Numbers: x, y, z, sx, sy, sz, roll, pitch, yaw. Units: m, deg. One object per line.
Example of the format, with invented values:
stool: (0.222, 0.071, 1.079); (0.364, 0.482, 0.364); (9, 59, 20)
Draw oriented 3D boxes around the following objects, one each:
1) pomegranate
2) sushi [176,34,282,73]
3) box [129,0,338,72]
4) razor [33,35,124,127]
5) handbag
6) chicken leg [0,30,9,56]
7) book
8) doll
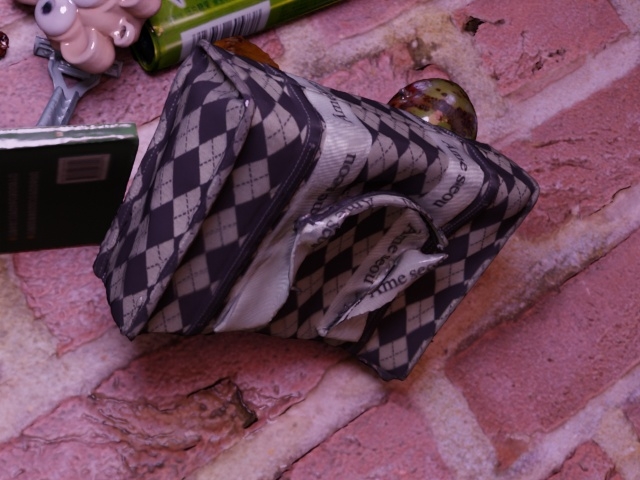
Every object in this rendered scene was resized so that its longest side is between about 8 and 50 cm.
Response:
pomegranate: (0.158, -0.138, 1.265); (0.169, 0.148, 0.148); (31, 64, -14)
sushi: (-0.083, -0.122, 1.172); (0.167, 0.179, 0.296); (-35, 68, -3)
box: (-0.107, -0.345, 1.264); (0.345, 0.097, 0.134); (-26, 79, -25)
razor: (-0.299, -0.158, 1.085); (0.111, 0.056, 0.278); (15, 28, -14)
handbag: (0.000, 0.000, 1.025); (0.416, 0.316, 0.180); (12, 26, -37)
chicken leg: (-0.447, -0.273, 1.158); (0.145, 0.037, 0.062); (40, 77, -4)
book: (-0.386, -0.041, 0.967); (0.371, 0.260, 0.043); (-6, 69, -21)
doll: (-0.311, -0.312, 1.134); (0.278, 0.119, 0.154); (33, 93, 27)
